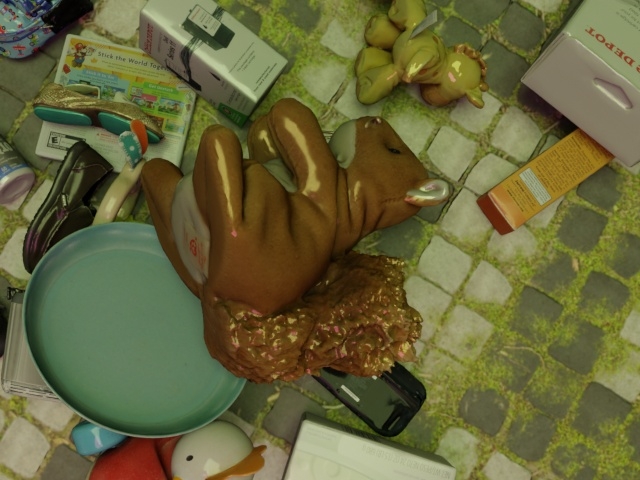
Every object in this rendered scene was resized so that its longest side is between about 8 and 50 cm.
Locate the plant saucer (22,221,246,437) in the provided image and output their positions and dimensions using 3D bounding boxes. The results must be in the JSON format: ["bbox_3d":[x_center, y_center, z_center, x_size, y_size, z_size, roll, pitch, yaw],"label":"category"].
[{"bbox_3d":[-0.242,0.118,0.949,0.317,0.044,0.318,20,49,-25],"label":"plant saucer"}]

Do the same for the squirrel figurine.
[{"bbox_3d":[0.000,0.000,0.981,0.370,0.281,0.397,-15,86,-31],"label":"squirrel figurine"}]

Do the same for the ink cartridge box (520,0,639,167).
[{"bbox_3d":[0.488,-0.300,1.074,0.223,0.129,0.307,39,63,2],"label":"ink cartridge box"}]

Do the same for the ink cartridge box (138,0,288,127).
[{"bbox_3d":[-0.168,-0.283,1.054,0.208,0.153,0.087,38,77,-8],"label":"ink cartridge box"}]

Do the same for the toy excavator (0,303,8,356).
[{"bbox_3d":[-0.695,0.186,0.992,0.445,0.222,0.433,-17,84,9],"label":"toy excavator"}]

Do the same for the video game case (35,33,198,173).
[{"bbox_3d":[-0.321,-0.211,1.124,0.227,0.026,0.206,12,83,0],"label":"video game case"}]

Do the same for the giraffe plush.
[{"bbox_3d":[0.176,-0.279,1.097,0.170,0.210,0.181,19,83,-29],"label":"giraffe plush"}]

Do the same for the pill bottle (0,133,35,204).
[{"bbox_3d":[-0.516,-0.130,1.079,0.078,0.078,0.137,-43,87,-7],"label":"pill bottle"}]

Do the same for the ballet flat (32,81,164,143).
[{"bbox_3d":[-0.337,-0.205,1.078,0.206,0.073,0.067,14,68,-4],"label":"ballet flat"}]

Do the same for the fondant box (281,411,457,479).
[{"bbox_3d":[0.037,0.452,1.025,0.238,0.096,0.330,18,84,-1],"label":"fondant box"}]

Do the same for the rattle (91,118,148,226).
[{"bbox_3d":[-0.257,-0.059,1.046,0.142,0.130,0.200,29,96,11],"label":"rattle"}]

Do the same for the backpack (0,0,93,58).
[{"bbox_3d":[-0.477,-0.384,1.094,0.173,0.117,0.158,-41,86,-4],"label":"backpack"}]

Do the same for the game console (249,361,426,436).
[{"bbox_3d":[-0.004,0.169,1.085,0.361,0.044,0.213,41,85,3],"label":"game console"}]

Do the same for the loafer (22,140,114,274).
[{"bbox_3d":[-0.384,-0.040,1.066,0.078,0.080,0.220,25,93,-8],"label":"loafer"}]

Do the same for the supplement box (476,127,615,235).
[{"bbox_3d":[0.370,-0.105,1.116,0.233,0.078,0.080,-37,86,-6],"label":"supplement box"}]

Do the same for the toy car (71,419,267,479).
[{"bbox_3d":[-0.178,0.310,0.934,0.210,0.238,0.219,-21,91,-47],"label":"toy car"}]

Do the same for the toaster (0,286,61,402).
[{"bbox_3d":[-0.371,0.156,1.026,0.227,0.129,0.146,9,85,-3],"label":"toaster"}]
